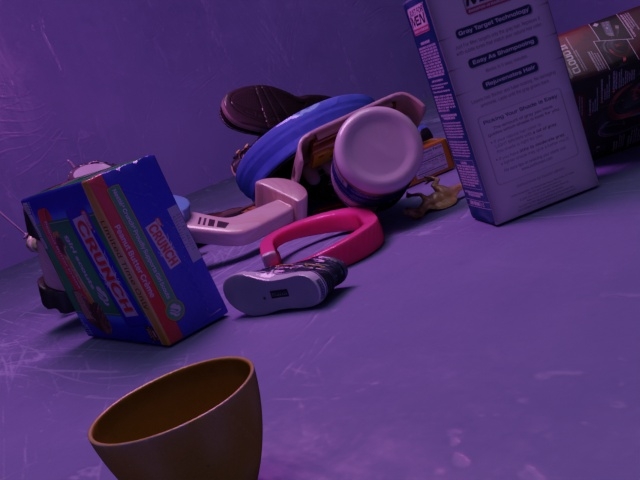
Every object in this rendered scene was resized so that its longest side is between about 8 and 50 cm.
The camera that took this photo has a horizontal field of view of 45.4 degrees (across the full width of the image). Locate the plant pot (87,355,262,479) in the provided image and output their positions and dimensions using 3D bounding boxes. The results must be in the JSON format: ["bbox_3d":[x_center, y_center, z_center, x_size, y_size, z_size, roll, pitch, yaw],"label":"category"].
[{"bbox_3d":[-0.098,0.164,0.596,0.134,0.095,0.134,-19,11,4],"label":"plant pot"}]

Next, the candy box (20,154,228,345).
[{"bbox_3d":[-0.319,0.021,1.211,0.122,0.268,0.317,-32,16,-35],"label":"candy box"}]

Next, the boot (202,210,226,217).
[{"bbox_3d":[-0.324,-0.045,1.853,0.207,0.090,0.248,-19,-13,-15],"label":"boot"}]

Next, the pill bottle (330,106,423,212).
[{"bbox_3d":[0.096,-0.135,1.407,0.153,0.153,0.265,-21,-7,-5],"label":"pill bottle"}]

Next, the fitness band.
[{"bbox_3d":[0.000,0.000,1.315,0.209,0.054,0.291,-20,12,-1],"label":"fitness band"}]

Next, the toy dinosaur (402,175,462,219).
[{"bbox_3d":[0.217,-0.081,1.376,0.183,0.053,0.092,-31,29,-16],"label":"toy dinosaur"}]

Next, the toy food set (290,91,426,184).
[{"bbox_3d":[0.074,-0.196,1.692,0.306,0.092,0.220,-26,-13,-13],"label":"toy food set"}]

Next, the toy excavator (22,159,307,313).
[{"bbox_3d":[-0.288,-0.015,1.535,0.445,0.222,0.433,12,33,13],"label":"toy excavator"}]

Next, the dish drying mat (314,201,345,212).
[{"bbox_3d":[0.028,-0.078,1.750,0.083,0.008,0.032,-14,12,30],"label":"dish drying mat"}]

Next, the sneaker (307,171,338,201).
[{"bbox_3d":[0.045,-0.131,1.820,0.178,0.072,0.077,-17,15,26],"label":"sneaker"}]

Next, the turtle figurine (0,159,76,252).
[{"bbox_3d":[-0.569,-0.022,1.769,0.274,0.266,0.198,26,60,32],"label":"turtle figurine"}]

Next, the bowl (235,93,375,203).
[{"bbox_3d":[-0.016,-0.202,1.852,0.391,0.077,0.391,-28,-15,-8],"label":"bowl"}]

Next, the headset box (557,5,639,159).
[{"bbox_3d":[0.485,-0.250,1.226,0.293,0.218,0.110,-19,55,8],"label":"headset box"}]

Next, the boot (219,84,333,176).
[{"bbox_3d":[-0.135,-0.246,1.905,0.377,0.138,0.284,-9,-24,-44],"label":"boot"}]

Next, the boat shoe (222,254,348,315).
[{"bbox_3d":[-0.050,0.063,1.095,0.183,0.065,0.083,-4,16,37],"label":"boat shoe"}]

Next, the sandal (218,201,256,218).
[{"bbox_3d":[-0.150,-0.052,1.737,0.219,0.090,0.060,-14,22,25],"label":"sandal"}]

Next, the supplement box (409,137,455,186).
[{"bbox_3d":[0.174,-0.154,1.684,0.233,0.080,0.078,-21,13,-17],"label":"supplement box"}]

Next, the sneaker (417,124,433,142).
[{"bbox_3d":[0.175,-0.288,2.141,0.130,0.147,0.330,-28,14,-34],"label":"sneaker"}]

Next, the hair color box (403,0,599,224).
[{"bbox_3d":[0.265,-0.216,1.125,0.174,0.347,0.105,-21,11,-7],"label":"hair color box"}]
